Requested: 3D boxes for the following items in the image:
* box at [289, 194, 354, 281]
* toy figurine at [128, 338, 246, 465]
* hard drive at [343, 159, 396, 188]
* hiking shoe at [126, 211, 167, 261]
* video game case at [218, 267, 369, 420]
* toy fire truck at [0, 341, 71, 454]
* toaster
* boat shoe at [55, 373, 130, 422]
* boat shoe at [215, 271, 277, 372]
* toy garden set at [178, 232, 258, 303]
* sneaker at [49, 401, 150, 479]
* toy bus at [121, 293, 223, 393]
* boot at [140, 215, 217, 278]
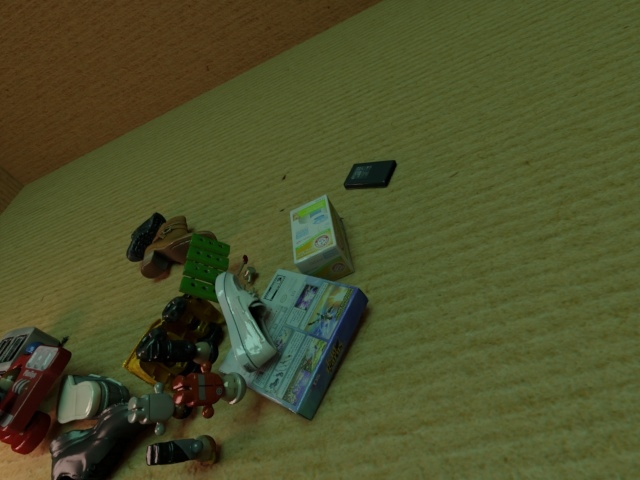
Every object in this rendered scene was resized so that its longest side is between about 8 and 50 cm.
[{"bbox_3d":[0.000,0.000,1.064,0.114,0.103,0.203,-24,40,13],"label":"box"},{"bbox_3d":[-0.265,0.316,0.853,0.213,0.148,0.210,25,96,46],"label":"toy figurine"},{"bbox_3d":[0.142,-0.189,1.227,0.135,0.022,0.094,2,50,36],"label":"hard drive"},{"bbox_3d":[-0.640,0.002,1.547,0.114,0.086,0.227,-26,31,32],"label":"hiking shoe"},{"bbox_3d":[-0.059,0.203,0.913,0.244,0.061,0.270,9,61,42],"label":"video game case"},{"bbox_3d":[-0.792,0.394,1.129,0.302,0.169,0.254,-9,47,41],"label":"toy fire truck"},{"bbox_3d":[-0.927,0.363,1.334,0.167,0.110,0.186,-12,43,24],"label":"toaster"},{"bbox_3d":[-0.584,0.397,1.080,0.319,0.099,0.117,-17,67,43],"label":"boat shoe"},{"bbox_3d":[-0.155,0.157,0.923,0.084,0.095,0.258,-32,52,4],"label":"boat shoe"},{"bbox_3d":[-0.253,0.093,1.106,0.049,0.203,0.244,-60,22,24],"label":"toy garden set"},{"bbox_3d":[-0.471,0.457,0.940,0.286,0.109,0.130,-34,48,12],"label":"sneaker"},{"bbox_3d":[-0.373,0.253,1.053,0.211,0.149,0.220,-19,36,43],"label":"toy bus"},{"bbox_3d":[-0.454,-0.006,1.410,0.283,0.109,0.220,-30,34,17],"label":"boot"}]
